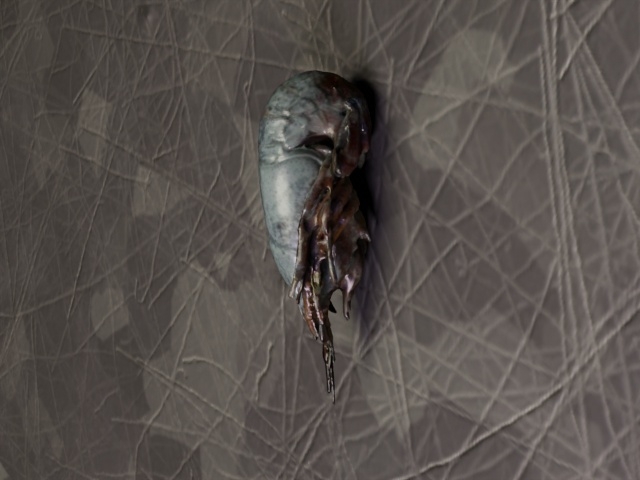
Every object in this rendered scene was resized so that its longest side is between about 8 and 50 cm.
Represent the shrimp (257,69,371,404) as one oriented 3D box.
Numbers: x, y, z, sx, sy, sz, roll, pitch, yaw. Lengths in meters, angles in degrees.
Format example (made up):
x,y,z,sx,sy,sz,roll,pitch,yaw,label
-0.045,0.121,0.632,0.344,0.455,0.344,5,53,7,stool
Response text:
x,y,z,sx,sy,sz,roll,pitch,yaw,label
0.000,0.000,0.878,0.090,0.079,0.233,-102,9,-80,shrimp
